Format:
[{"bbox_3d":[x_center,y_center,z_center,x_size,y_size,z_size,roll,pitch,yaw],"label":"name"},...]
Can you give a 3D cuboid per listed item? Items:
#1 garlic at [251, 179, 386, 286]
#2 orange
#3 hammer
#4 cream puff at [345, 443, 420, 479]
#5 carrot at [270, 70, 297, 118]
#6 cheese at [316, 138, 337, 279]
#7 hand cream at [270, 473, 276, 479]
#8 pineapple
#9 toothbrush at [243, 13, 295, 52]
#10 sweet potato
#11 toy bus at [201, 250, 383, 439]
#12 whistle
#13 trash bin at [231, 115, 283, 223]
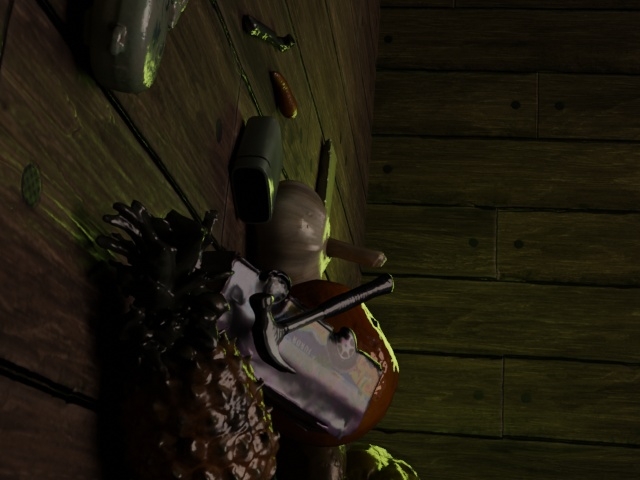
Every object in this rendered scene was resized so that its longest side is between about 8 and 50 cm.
[{"bbox_3d":[0.000,0.000,1.570,0.199,0.226,0.199,7,90,-79],"label":"garlic"},{"bbox_3d":[-0.006,0.193,1.459,0.261,0.261,0.260,2,90,-82],"label":"orange"},{"bbox_3d":[0.012,0.089,1.163,0.246,0.029,0.103,-17,103,-45],"label":"hammer"},{"bbox_3d":[0.031,0.562,1.749,0.378,0.276,0.378,-37,-135,49],"label":"cream puff"},{"bbox_3d":[-0.067,-0.265,1.704,0.142,0.035,0.035,68,25,-56],"label":"carrot"},{"bbox_3d":[0.004,-0.064,2.259,0.085,0.034,0.400,80,14,-58],"label":"cheese"},{"bbox_3d":[-0.101,0.400,1.598,0.079,0.048,0.255,-87,172,-45],"label":"hand cream"},{"bbox_3d":[-0.143,0.105,0.914,0.169,0.169,0.340,-71,151,-64],"label":"pineapple"},{"bbox_3d":[-0.085,-0.343,1.565,0.030,0.031,0.297,66,11,-1],"label":"toothbrush"},{"bbox_3d":[-0.032,0.287,1.627,0.130,0.131,0.422,79,3,-59],"label":"sweet potato"},{"bbox_3d":[-0.057,0.136,1.187,0.317,0.113,0.137,39,61,-38],"label":"toy bus"},{"bbox_3d":[-0.168,-0.215,0.879,0.258,0.067,0.126,-81,-177,-65],"label":"whistle"},{"bbox_3d":[-0.095,-0.109,1.446,0.130,0.059,0.116,-81,171,-47],"label":"trash bin"}]
